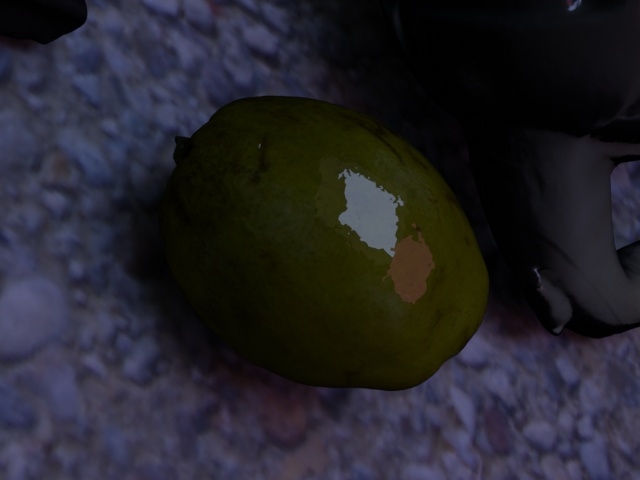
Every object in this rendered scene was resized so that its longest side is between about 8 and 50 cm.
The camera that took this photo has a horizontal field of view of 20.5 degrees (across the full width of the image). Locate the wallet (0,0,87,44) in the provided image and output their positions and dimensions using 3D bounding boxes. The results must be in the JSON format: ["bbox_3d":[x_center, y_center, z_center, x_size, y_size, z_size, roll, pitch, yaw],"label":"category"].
[{"bbox_3d":[-0.174,-0.227,0.613,0.170,0.044,0.321,2,69,-56],"label":"wallet"}]

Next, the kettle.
[{"bbox_3d":[0.156,-0.115,0.820,0.324,0.228,0.321,-33,127,-44],"label":"kettle"}]

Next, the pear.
[{"bbox_3d":[0.000,0.000,0.655,0.131,0.107,0.107,41,45,-8],"label":"pear"}]
